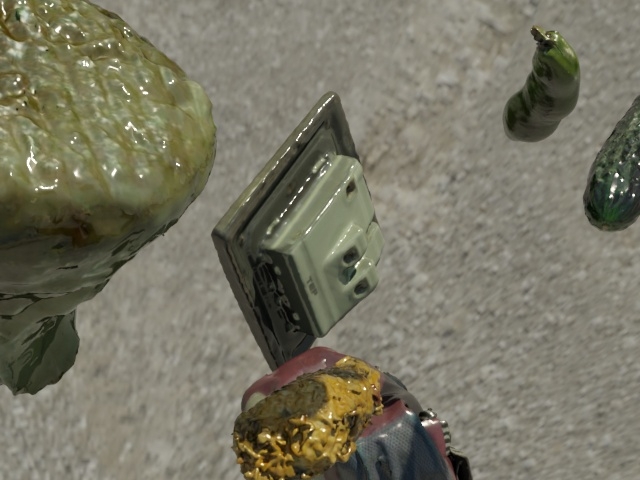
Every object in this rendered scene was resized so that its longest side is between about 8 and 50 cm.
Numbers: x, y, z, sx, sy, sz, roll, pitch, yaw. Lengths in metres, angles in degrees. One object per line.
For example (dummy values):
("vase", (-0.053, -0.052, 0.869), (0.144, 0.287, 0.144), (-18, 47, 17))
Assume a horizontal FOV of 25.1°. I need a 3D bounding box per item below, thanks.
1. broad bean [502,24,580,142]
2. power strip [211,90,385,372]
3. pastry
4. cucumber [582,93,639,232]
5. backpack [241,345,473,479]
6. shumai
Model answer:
("broad bean", (0.215, -0.141, 1.383), (0.065, 0.254, 0.046), (18, 75, 5))
("power strip", (0.000, 0.002, 1.642), (0.092, 0.257, 0.251), (21, 56, 34))
("pastry", (-0.004, 0.102, 0.816), (0.080, 0.140, 0.056), (-36, 88, 6))
("cucumber", (0.235, -0.065, 1.027), (0.215, 0.058, 0.052), (-47, 126, -43))
("backpack", (0.067, 0.288, 1.534), (0.197, 0.283, 0.317), (-28, 109, -12))
("shumai", (-0.295, -0.018, 1.059), (0.397, 0.323, 0.324), (4, 42, -18))
